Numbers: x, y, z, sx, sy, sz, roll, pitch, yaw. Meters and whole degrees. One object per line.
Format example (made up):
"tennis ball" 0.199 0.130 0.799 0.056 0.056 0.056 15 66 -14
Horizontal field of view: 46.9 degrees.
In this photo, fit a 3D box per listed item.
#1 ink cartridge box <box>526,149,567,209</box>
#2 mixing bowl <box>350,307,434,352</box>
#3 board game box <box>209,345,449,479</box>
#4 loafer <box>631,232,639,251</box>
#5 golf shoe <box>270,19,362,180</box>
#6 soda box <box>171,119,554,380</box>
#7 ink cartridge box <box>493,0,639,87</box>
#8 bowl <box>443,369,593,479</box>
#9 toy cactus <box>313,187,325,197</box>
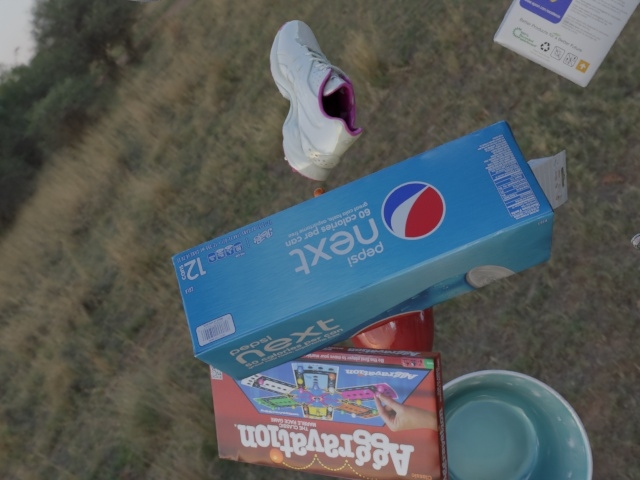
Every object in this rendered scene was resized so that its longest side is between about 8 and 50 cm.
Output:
"ink cartridge box" 0.564 -0.142 1.877 0.045 0.145 0.179 11 30 44
"mixing bowl" 0.153 0.202 1.453 0.182 0.098 0.181 -18 -11 -4
"board game box" 0.000 0.188 0.819 0.281 0.145 0.027 -1 9 28
"loafer" 0.660 0.018 1.442 0.045 0.125 0.039 -52 37 30
"golf shoe" 0.001 -0.250 1.204 0.140 0.115 0.306 -35 57 43
"soda box" 0.026 0.011 0.438 0.210 0.071 0.067 -21 63 6
"ink cartridge box" 0.447 -0.451 1.181 0.370 0.176 0.069 -63 -2 26
"bowl" 0.304 0.378 1.316 0.311 0.311 0.163 -50 -6 1
"toy cactus" 0.000 0.000 1.311 0.219 0.180 0.112 -36 68 5
